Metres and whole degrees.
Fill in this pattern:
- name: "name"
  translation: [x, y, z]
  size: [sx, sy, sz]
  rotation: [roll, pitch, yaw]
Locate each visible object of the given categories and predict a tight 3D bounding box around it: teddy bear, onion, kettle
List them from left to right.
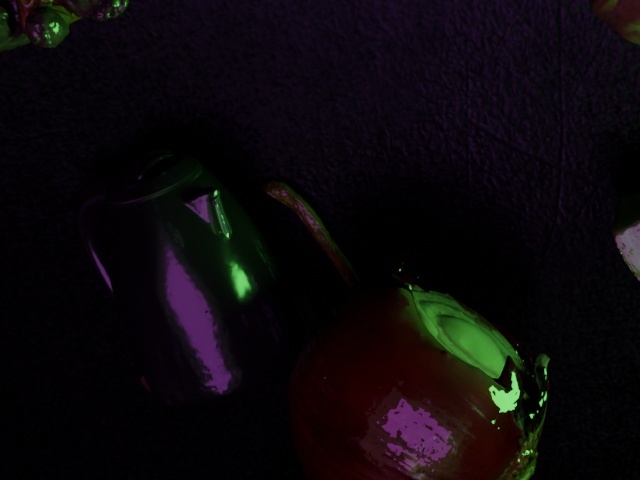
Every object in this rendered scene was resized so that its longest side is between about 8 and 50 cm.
- name: "teddy bear"
  translation: [-0.296, -0.289, 1.401]
  size: [0.190, 0.177, 0.140]
  rotation: [-10, 164, 12]
- name: "kettle"
  translation: [-0.188, 0.030, 1.551]
  size: [0.268, 0.207, 0.290]
  rotation: [-4, 118, 41]
- name: "onion"
  translation: [0.114, 0.203, 1.518]
  size: [0.341, 0.341, 0.341]
  rotation: [3, 121, 5]

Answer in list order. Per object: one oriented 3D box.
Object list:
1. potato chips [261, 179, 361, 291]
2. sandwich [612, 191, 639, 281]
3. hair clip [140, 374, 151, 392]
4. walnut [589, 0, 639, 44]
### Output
- name: "potato chips"
  translation: [0.000, 0.000, 1.597]
  size: [0.037, 0.026, 0.204]
  rotation: [-29, 114, 24]
- name: "sandwich"
  translation: [0.443, 0.029, 1.473]
  size: [0.108, 0.186, 0.220]
  rotation: [-35, 94, 23]
- name: "hair clip"
  translation: [-0.184, 0.179, 1.723]
  size: [0.137, 0.022, 0.054]
  rotation: [-28, 117, 20]
- name: "walnut"
  translation: [0.352, -0.291, 1.324]
  size: [0.167, 0.149, 0.166]
  rotation: [5, 100, 26]
